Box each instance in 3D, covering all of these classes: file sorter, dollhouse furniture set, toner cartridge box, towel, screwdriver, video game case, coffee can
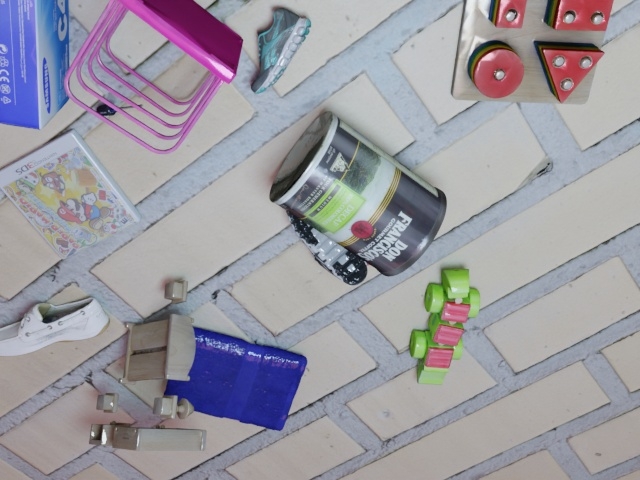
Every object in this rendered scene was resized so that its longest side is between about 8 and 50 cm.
[{"bbox_3d":[-0.263,-0.292,1.061,0.202,0.290,0.182,34,109,-19],"label":"file sorter"},{"bbox_3d":[-0.363,0.295,1.508,0.303,0.355,0.174,-13,158,42],"label":"dollhouse furniture set"},{"bbox_3d":[-0.479,-0.379,1.091,0.075,0.165,0.347,9,121,-6],"label":"toner cartridge box"},{"bbox_3d":[-0.205,0.328,1.577,0.308,0.076,0.227,16,112,-9],"label":"towel"},{"bbox_3d":[-0.365,-0.238,1.198,0.024,0.170,0.025,-11,107,-42],"label":"screwdriver"},{"bbox_3d":[-0.518,-0.088,1.345,0.206,0.026,0.227,-25,118,14],"label":"video game case"},{"bbox_3d":[0.071,-0.085,1.251,0.275,0.201,0.201,33,115,-18],"label":"coffee can"}]

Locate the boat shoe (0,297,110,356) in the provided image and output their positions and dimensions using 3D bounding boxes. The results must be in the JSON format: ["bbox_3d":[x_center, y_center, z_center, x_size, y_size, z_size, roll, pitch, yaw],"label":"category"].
[{"bbox_3d":[-0.621,0.182,1.471,0.277,0.098,0.096,-14,120,-3],"label":"boat shoe"}]

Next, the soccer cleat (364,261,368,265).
[{"bbox_3d":[0.103,0.019,1.414,0.036,0.029,0.083,11,125,-12],"label":"soccer cleat"}]

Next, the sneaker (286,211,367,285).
[{"bbox_3d":[0.000,0.000,1.371,0.078,0.106,0.234,-40,93,-13],"label":"sneaker"}]

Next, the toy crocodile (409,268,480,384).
[{"bbox_3d":[0.280,0.202,1.481,0.115,0.105,0.340,8,121,-5],"label":"toy crocodile"}]

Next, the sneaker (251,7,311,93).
[{"bbox_3d":[-0.087,-0.344,1.185,0.076,0.065,0.166,36,112,-2],"label":"sneaker"}]

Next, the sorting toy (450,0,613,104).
[{"bbox_3d":[0.381,-0.358,1.154,0.257,0.089,0.255,2,121,-2],"label":"sorting toy"}]
